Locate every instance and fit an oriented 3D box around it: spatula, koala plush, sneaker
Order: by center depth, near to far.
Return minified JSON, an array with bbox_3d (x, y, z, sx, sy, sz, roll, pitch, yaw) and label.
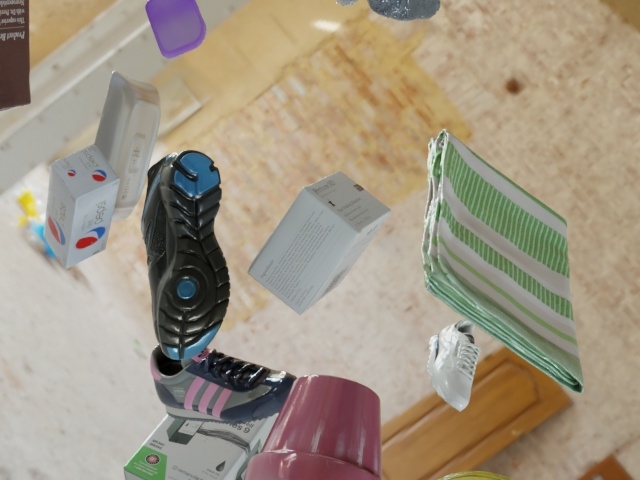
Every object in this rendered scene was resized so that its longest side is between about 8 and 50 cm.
[{"bbox_3d":[-0.259,-0.416,1.583,0.030,0.084,0.296,-81,149,-60],"label":"spatula"},{"bbox_3d":[-0.229,0.024,1.757,0.125,0.340,0.140,3,0,-34],"label":"sneaker"},{"bbox_3d":[-0.176,0.236,1.829,0.112,0.319,0.131,-44,118,-47],"label":"sneaker"},{"bbox_3d":[0.276,0.244,2.142,0.090,0.095,0.235,44,24,-24],"label":"sneaker"},{"bbox_3d":[0.118,-0.571,2.259,0.221,0.203,0.196,28,-52,37],"label":"koala plush"}]

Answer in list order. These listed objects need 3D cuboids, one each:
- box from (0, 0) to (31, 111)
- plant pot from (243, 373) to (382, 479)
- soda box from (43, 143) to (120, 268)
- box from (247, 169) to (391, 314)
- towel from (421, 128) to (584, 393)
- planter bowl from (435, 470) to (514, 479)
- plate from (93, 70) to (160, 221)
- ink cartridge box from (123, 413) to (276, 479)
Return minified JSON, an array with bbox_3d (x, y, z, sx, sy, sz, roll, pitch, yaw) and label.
[{"bbox_3d":[-0.381,-0.221,0.975,0.168,0.167,0.203,-36,133,-68],"label":"box"},{"bbox_3d":[0.006,0.294,1.487,0.201,0.201,0.180,51,45,-48],"label":"plant pot"},{"bbox_3d":[-0.350,-0.046,1.547,0.069,0.074,0.216,52,-30,14],"label":"soda box"},{"bbox_3d":[0.000,0.000,1.748,0.119,0.182,0.181,38,23,8],"label":"box"},{"bbox_3d":[0.227,0.012,1.323,0.248,0.038,0.325,35,33,-16],"label":"towel"},{"bbox_3d":[0.165,0.363,1.212,0.217,0.217,0.090,52,1,30],"label":"planter bowl"},{"bbox_3d":[-0.360,-0.162,1.975,0.045,0.278,0.277,15,4,4],"label":"plate"},{"bbox_3d":[-0.251,0.455,2.288,0.211,0.289,0.121,19,-44,22],"label":"ink cartridge box"}]
